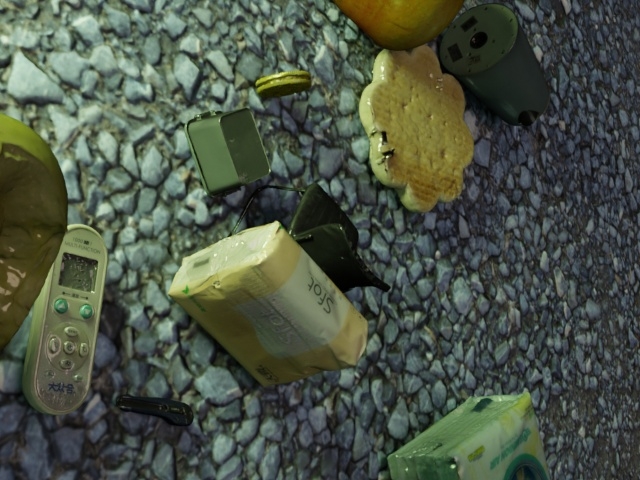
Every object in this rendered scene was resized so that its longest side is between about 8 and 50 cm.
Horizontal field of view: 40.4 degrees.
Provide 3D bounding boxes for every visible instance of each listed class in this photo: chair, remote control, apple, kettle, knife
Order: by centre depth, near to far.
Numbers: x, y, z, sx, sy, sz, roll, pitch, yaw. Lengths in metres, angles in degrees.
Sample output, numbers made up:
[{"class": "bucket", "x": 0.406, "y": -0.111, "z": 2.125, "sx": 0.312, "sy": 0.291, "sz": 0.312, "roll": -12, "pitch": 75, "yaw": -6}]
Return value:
[{"class": "apple", "x": -0.374, "y": -0.012, "z": 0.788, "sx": 0.279, "sy": 0.279, "sz": 0.279, "roll": 11, "pitch": 76, "yaw": -46}, {"class": "remote control", "x": -0.296, "y": 0.090, "z": 1.006, "sx": 0.078, "sy": 0.042, "sz": 0.221, "roll": 19, "pitch": 69, "yaw": -43}, {"class": "knife", "x": -0.209, "y": 0.213, "z": 1.096, "sx": 0.121, "sy": 0.018, "sz": 0.031, "roll": 21, "pitch": 67, "yaw": -42}, {"class": "chair", "x": 0.000, "y": 0.000, "z": 1.209, "sx": 0.140, "sy": 0.221, "sz": 0.145, "roll": 50, "pitch": 50, "yaw": -29}, {"class": "apple", "x": 0.128, "y": -0.433, "z": 1.445, "sx": 0.237, "sy": 0.207, "sz": 0.237, "roll": 25, "pitch": 31, "yaw": -16}, {"class": "kettle", "x": 0.352, "y": -0.354, "z": 1.735, "sx": 0.243, "sy": 0.160, "sz": 0.210, "roll": 35, "pitch": 31, "yaw": -49}]

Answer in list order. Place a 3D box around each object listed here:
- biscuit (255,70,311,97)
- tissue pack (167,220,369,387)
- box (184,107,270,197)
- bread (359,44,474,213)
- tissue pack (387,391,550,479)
[{"class": "biscuit", "x": -0.054, "y": -0.232, "z": 1.293, "sx": 0.084, "sy": 0.084, "sz": 0.023, "roll": -8, "pitch": 89, "yaw": -48}, {"class": "tissue pack", "x": -0.065, "y": 0.093, "z": 1.151, "sx": 0.222, "sy": 0.186, "sz": 0.090, "roll": 52, "pitch": 38, "yaw": -28}, {"class": "box", "x": -0.126, "y": -0.125, "z": 1.207, "sx": 0.084, "sy": 0.069, "sz": 0.122, "roll": -30, "pitch": 105, "yaw": -44}, {"class": "bread", "x": 0.174, "y": -0.203, "z": 1.560, "sx": 0.316, "sy": 0.054, "sz": 0.316, "roll": 11, "pitch": 74, "yaw": -45}, {"class": "tissue pack", "x": 0.283, "y": 0.491, "z": 1.478, "sx": 0.287, "sy": 0.162, "sz": 0.388, "roll": -19, "pitch": 96, "yaw": -48}]
